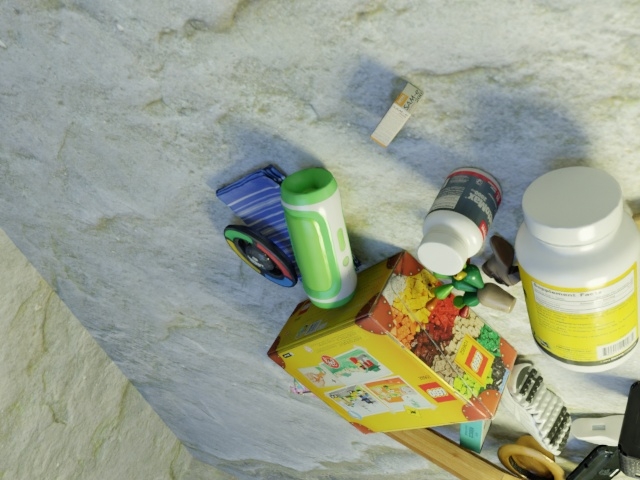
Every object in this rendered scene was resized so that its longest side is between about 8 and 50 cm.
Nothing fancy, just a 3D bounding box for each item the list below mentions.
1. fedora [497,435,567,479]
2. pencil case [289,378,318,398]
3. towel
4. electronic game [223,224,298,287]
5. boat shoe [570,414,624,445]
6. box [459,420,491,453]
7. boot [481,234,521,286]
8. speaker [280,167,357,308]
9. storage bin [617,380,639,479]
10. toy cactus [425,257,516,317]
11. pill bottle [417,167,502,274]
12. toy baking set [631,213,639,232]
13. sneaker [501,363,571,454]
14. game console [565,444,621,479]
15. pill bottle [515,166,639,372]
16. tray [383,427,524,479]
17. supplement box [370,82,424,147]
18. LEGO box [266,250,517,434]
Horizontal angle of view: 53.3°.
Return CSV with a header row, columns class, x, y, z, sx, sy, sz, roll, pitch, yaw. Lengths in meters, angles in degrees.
class,x,y,z,sx,sy,sz,roll,pitch,yaw
fedora,0.574,0.582,1.711,0.194,0.079,0.194,23,145,17
pencil case,0.051,0.451,1.943,0.284,0.124,0.124,10,141,29
towel,-0.082,-0.026,1.516,0.336,0.040,0.243,47,145,-21
electronic game,-0.152,0.041,1.614,0.229,0.048,0.229,33,159,14
boat shoe,0.676,0.446,1.473,0.063,0.066,0.184,29,146,-32
box,0.409,0.453,1.665,0.060,0.101,0.244,17,143,24
boot,0.347,0.045,1.252,0.118,0.042,0.087,50,154,-8
speaker,0.000,0.000,1.367,0.131,0.131,0.297,10,130,31
storage bin,0.678,0.387,1.282,0.122,0.180,0.084,6,139,35
toy cactus,0.299,0.097,1.283,0.180,0.112,0.219,26,146,29
pill bottle,0.240,-0.031,1.112,0.107,0.180,0.108,22,146,16
toy baking set,0.619,0.003,0.984,0.256,0.030,0.197,11,144,30
sneaker,0.502,0.395,1.526,0.118,0.110,0.292,-1,130,56
game console,0.688,0.619,1.632,0.213,0.044,0.362,3,134,-14
pill bottle,0.427,0.050,1.056,0.187,0.188,0.334,7,138,34
tray,0.340,0.587,1.777,0.410,0.076,0.202,20,170,39
supplement box,0.129,-0.211,1.082,0.036,0.062,0.098,35,147,-2
LEGO box,0.153,0.278,1.568,0.372,0.193,0.500,41,146,-12
